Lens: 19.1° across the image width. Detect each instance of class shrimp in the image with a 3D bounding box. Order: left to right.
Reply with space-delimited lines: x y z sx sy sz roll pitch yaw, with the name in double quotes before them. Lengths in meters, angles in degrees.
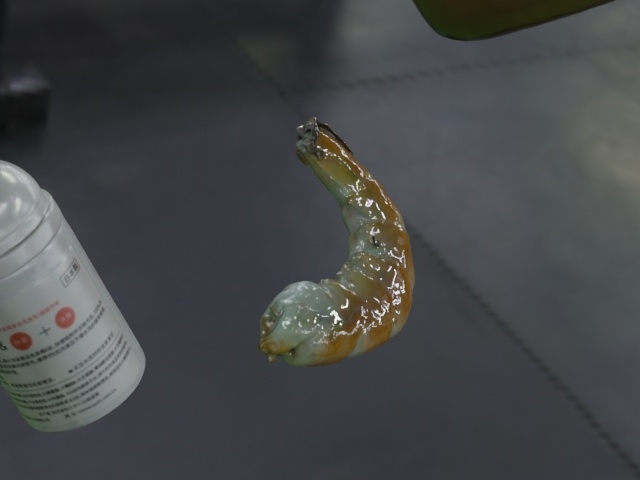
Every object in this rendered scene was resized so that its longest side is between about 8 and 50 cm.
"shrimp" 0.000 0.000 1.297 0.161 0.049 0.166 -19 88 -43

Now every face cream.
"face cream" -0.315 0.011 1.897 0.145 0.370 0.145 -19 30 11

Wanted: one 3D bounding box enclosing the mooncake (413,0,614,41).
"mooncake" 0.130 -0.189 0.923 0.234 0.117 0.235 -20 19 7
